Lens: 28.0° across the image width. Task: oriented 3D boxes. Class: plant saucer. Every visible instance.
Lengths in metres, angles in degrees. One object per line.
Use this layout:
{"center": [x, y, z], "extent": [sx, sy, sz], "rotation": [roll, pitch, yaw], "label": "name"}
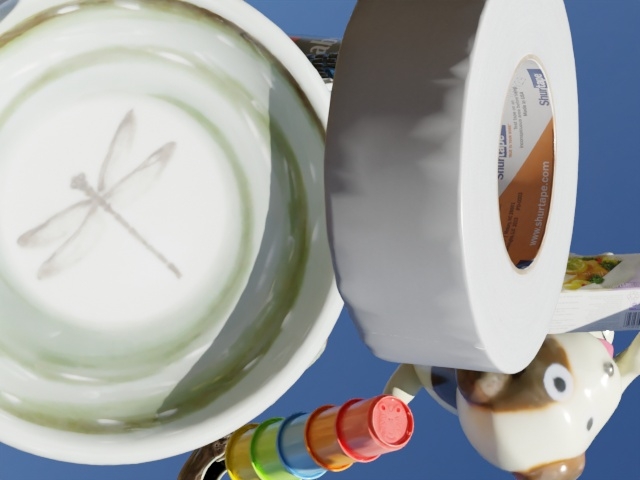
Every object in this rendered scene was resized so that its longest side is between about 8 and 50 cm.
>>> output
{"center": [-0.168, -0.021, 1.059], "extent": [0.400, 0.400, 0.100], "rotation": [-49, -164, -6], "label": "plant saucer"}

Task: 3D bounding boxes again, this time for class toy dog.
{"center": [0.260, 0.154, 1.729], "extent": [0.395, 0.285, 0.408], "rotation": [-21, -164, 2], "label": "toy dog"}

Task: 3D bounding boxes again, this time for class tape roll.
{"center": [0.078, -0.041, 0.688], "extent": [0.072, 0.219, 0.219], "rotation": [4, -126, 25], "label": "tape roll"}

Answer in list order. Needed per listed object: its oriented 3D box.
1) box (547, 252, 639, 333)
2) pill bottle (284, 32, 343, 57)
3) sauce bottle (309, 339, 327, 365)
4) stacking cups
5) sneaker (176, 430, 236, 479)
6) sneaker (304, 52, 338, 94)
{"center": [0.214, 0.061, 1.399], "extent": [0.323, 0.067, 0.063], "rotation": [-3, -141, 0], "label": "box"}
{"center": [-0.001, -0.147, 1.584], "extent": [0.362, 0.210, 0.210], "rotation": [10, -122, 28], "label": "pill bottle"}
{"center": [-0.057, 0.042, 1.356], "extent": [0.111, 0.111, 0.344], "rotation": [-43, -166, 5], "label": "sauce bottle"}
{"center": [-0.002, 0.251, 1.554], "extent": [0.316, 0.096, 0.096], "rotation": [-23, -144, 55], "label": "stacking cups"}
{"center": [-0.141, 0.296, 1.873], "extent": [0.071, 0.066, 0.188], "rotation": [10, -109, 43], "label": "sneaker"}
{"center": [0.042, -0.151, 1.346], "extent": [0.190, 0.083, 0.071], "rotation": [-3, -143, -1], "label": "sneaker"}
